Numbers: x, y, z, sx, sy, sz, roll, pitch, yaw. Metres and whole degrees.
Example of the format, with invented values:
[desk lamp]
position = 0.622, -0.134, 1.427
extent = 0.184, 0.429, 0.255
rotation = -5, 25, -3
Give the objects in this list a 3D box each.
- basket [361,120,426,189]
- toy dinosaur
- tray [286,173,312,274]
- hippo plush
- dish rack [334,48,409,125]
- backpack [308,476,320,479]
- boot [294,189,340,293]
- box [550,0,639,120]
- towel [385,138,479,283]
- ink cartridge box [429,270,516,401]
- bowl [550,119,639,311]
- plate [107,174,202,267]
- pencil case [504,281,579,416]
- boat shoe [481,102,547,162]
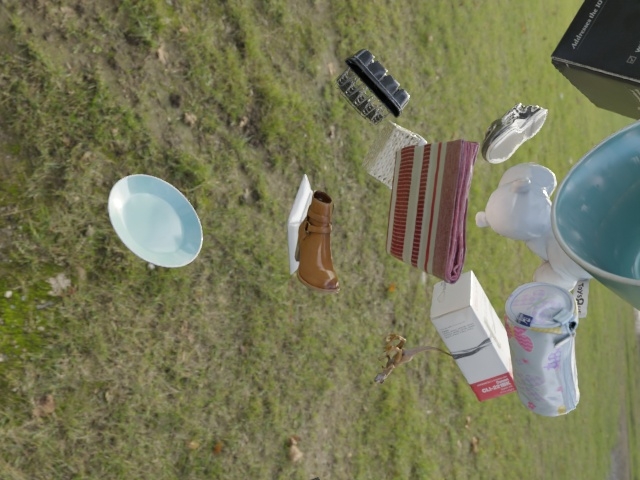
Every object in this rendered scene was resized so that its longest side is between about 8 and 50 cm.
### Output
[basket]
position = 0.204, -0.245, 1.555
extent = 0.103, 0.167, 0.113
rotation = 25, 18, -17
[toy dinosaur]
position = 0.222, 0.296, 1.423
extent = 0.112, 0.211, 0.064
rotation = 52, 16, -24
[tray]
position = -0.047, -0.030, 1.357
extent = 0.270, 0.030, 0.145
rotation = 92, 14, -61
[hippo plush]
position = 0.416, -0.014, 1.050
extent = 0.294, 0.237, 0.234
rotation = -57, 174, -39
[dish rack]
position = 0.130, -0.422, 1.570
extent = 0.208, 0.271, 0.074
rotation = 46, 75, -9
[backpack]
position = 0.060, 0.723, 1.283
extent = 0.290, 0.355, 0.273
rotation = 12, 68, -46
[boot]
position = 0.000, 0.000, 1.046
extent = 0.073, 0.197, 0.152
rotation = 5, 115, -25
[box]
position = 0.806, -0.446, 1.026
extent = 0.297, 0.472, 0.480
rotation = 17, 108, -43
[towel]
position = 0.198, -0.064, 1.035
extent = 0.329, 0.037, 0.237
rotation = -147, -117, -77
[ink cartridge box]
position = 0.404, 0.245, 1.430
extent = 0.273, 0.114, 0.197
rotation = 57, 25, -13
[bowl]
position = 0.463, -0.014, 0.659
extent = 0.163, 0.311, 0.311
rotation = 52, 45, -29
[plate]
position = -0.294, -0.032, 0.971
extent = 0.188, 0.024, 0.188
rotation = 33, 40, -33
[pencil case]
position = 0.412, 0.203, 1.000
extent = 0.113, 0.124, 0.273
rotation = -43, 132, -28
[boat shoe]
position = 0.540, -0.317, 1.590
extent = 0.335, 0.095, 0.112
rotation = -32, 141, -35
